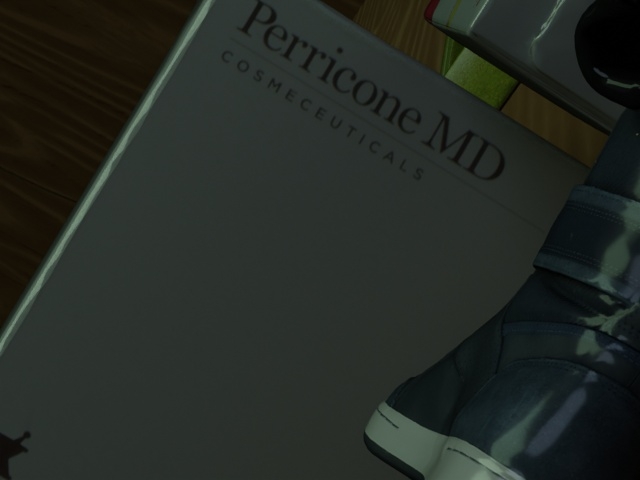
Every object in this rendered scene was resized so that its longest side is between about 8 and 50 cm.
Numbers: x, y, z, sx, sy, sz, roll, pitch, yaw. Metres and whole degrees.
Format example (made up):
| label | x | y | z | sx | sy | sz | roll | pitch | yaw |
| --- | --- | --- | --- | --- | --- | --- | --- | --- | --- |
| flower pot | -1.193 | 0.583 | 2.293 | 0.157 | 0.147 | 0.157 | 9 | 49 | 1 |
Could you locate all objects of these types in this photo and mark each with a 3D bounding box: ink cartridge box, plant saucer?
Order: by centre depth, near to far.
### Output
| label | x | y | z | sx | sy | sz | roll | pitch | yaw |
| --- | --- | --- | --- | --- | --- | --- | --- | --- | --- |
| ink cartridge box | 0.139 | -0.119 | 0.772 | 0.128 | 0.127 | 0.176 | -57 | 7 | 8 |
| plant saucer | 0.147 | -0.181 | 1.288 | 0.188 | 0.045 | 0.188 | -55 | 8 | 25 |

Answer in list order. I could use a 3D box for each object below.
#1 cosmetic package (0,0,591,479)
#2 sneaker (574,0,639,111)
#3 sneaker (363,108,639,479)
| label | x | y | z | sx | sy | sz | roll | pitch | yaw |
| --- | --- | --- | --- | --- | --- | --- | --- | --- | --- |
| cosmetic package | -0.072 | 0.100 | 0.912 | 0.453 | 0.230 | 0.161 | -60 | 8 | -1 |
| sneaker | 0.142 | -0.086 | 0.571 | 0.132 | 0.086 | 0.229 | -17 | 8 | -3 |
| sneaker | 0.095 | 0.035 | 0.617 | 0.163 | 0.086 | 0.226 | -58 | 6 | -4 |
